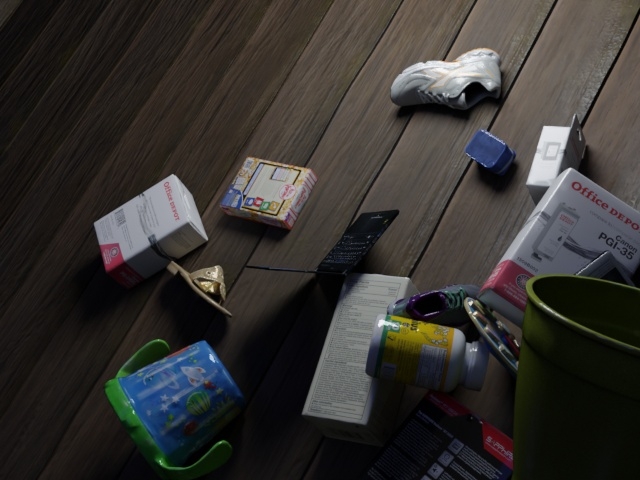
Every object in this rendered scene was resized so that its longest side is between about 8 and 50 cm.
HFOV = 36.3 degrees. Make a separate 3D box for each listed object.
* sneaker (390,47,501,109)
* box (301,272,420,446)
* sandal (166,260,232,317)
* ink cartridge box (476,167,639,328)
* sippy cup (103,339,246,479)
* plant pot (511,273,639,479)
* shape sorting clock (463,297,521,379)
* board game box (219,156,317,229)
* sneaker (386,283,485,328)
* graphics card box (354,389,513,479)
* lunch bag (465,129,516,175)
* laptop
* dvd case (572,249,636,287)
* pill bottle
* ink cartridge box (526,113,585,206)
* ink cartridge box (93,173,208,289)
[{"bbox_3d":[0.282,-0.341,2.194,0.262,0.099,0.121,-16,58,19],"label":"sneaker"},{"bbox_3d":[0.090,0.227,1.897,0.148,0.121,0.311,5,62,30],"label":"box"},{"bbox_3d":[-0.258,0.084,2.197,0.240,0.088,0.079,32,83,43],"label":"sandal"},{"bbox_3d":[0.452,0.040,1.781,0.207,0.117,0.283,34,77,5],"label":"ink cartridge box"},{"bbox_3d":[-0.282,0.328,1.974,0.224,0.240,0.305,-33,81,-9],"label":"sippy cup"},{"bbox_3d":[0.449,0.281,1.500,0.366,0.366,0.353,24,108,37],"label":"plant pot"},{"bbox_3d":[0.330,0.182,1.748,0.040,0.206,0.206,-38,49,11],"label":"shape sorting clock"},{"bbox_3d":[-0.122,-0.113,2.283,0.193,0.045,0.147,15,67,34],"label":"board game box"},{"bbox_3d":[0.239,0.125,1.842,0.223,0.098,0.083,-12,80,-29],"label":"sneaker"},{"bbox_3d":[0.177,0.466,1.712,0.371,0.094,0.232,-49,50,-10],"label":"graphics card box"},{"bbox_3d":[0.360,-0.186,2.068,0.067,0.065,0.098,-53,51,8],"label":"lunch bag"},{"bbox_3d":[0.000,0.000,2.013,0.264,0.136,0.234,-50,13,-10],"label":"laptop"},{"bbox_3d":[0.494,0.164,1.678,0.179,0.029,0.239,-36,89,-9],"label":"dvd case"},{"bbox_3d":[0.193,0.207,1.751,0.208,0.118,0.118,12,63,7],"label":"pill bottle"},{"bbox_3d":[0.476,-0.156,1.962,0.060,0.104,0.180,6,62,32],"label":"ink cartridge box"},{"bbox_3d":[-0.406,-0.021,2.335,0.237,0.100,0.172,-31,50,7],"label":"ink cartridge box"}]
